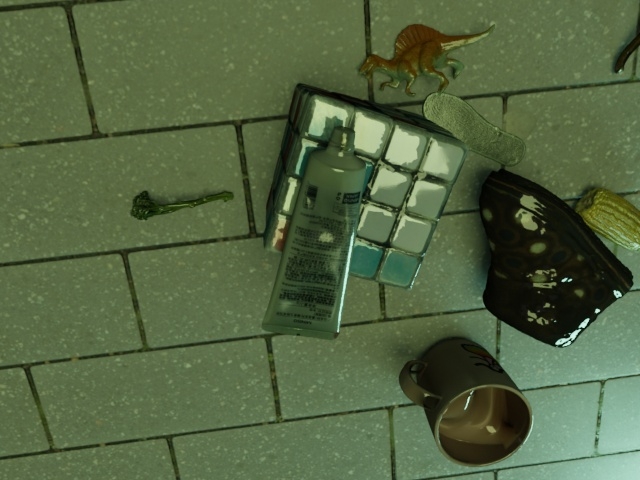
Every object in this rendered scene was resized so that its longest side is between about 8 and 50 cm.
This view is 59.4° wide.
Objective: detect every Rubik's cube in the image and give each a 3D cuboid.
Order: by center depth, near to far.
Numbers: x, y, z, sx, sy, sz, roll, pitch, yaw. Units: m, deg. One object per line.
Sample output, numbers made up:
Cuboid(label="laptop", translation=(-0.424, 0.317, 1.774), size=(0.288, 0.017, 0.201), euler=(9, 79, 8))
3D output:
Cuboid(label="Rubik's cube", translation=(0.056, -0.103, 0.944), size=(0.256, 0.253, 0.259), euler=(14, 110, -11))

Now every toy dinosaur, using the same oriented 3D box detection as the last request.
Cuboid(label="toy dinosaur", translation=(0.185, -0.331, 0.988), size=(0.142, 0.057, 0.212), euler=(42, 90, 2))

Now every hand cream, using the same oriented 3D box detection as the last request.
Cuboid(label="hand cream", translation=(0.000, 0.000, 0.817), size=(0.124, 0.078, 0.341), euler=(8, 117, -9))

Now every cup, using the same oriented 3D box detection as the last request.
Cuboid(label="cup", translation=(0.272, 0.308, 1.144), size=(0.252, 0.200, 0.192), euler=(20, 107, -13))

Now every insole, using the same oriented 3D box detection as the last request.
Cuboid(label="insole", translation=(0.290, -0.205, 1.060), size=(0.232, 0.003, 0.080), euler=(26, 106, -14))

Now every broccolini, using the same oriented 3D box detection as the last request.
Cuboid(label="broccolini", translation=(-0.258, -0.064, 1.038), size=(0.194, 0.052, 0.054), euler=(-4, 114, -4))

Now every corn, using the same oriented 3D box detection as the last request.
Cuboid(label="corn", translation=(0.586, -0.040, 1.117), size=(0.165, 0.063, 0.085), euler=(30, 96, -17))

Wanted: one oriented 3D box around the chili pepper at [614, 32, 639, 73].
Cuboid(label="chili pepper", translation=(0.645, -0.436, 0.941), size=(0.338, 0.131, 0.135), euler=(-35, 100, 10))

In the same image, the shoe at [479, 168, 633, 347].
Cuboid(label="shoe", translation=(0.403, 0.048, 1.076), size=(0.384, 0.171, 0.237), euler=(36, 99, -24))
